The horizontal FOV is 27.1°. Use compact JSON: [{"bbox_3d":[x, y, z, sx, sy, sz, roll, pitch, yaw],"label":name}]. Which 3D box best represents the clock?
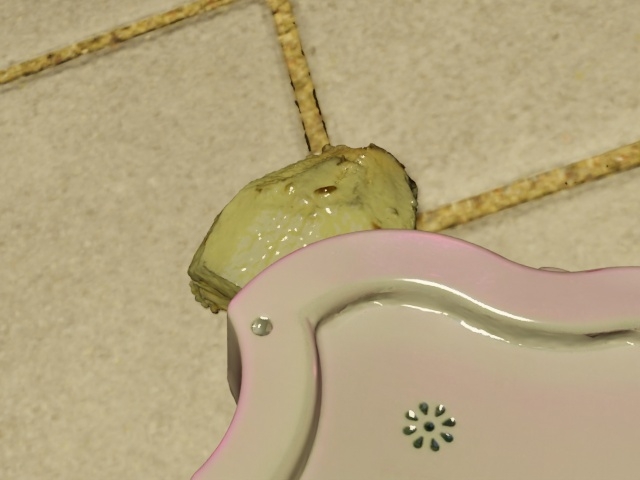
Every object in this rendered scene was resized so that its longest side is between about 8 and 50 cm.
[{"bbox_3d":[0.097,0.132,0.661,0.339,0.102,0.338,0,57,-1],"label":"clock"}]

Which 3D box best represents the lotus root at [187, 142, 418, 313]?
[{"bbox_3d":[-0.002,-0.002,0.833,0.143,0.070,0.144,15,67,23],"label":"lotus root"}]
